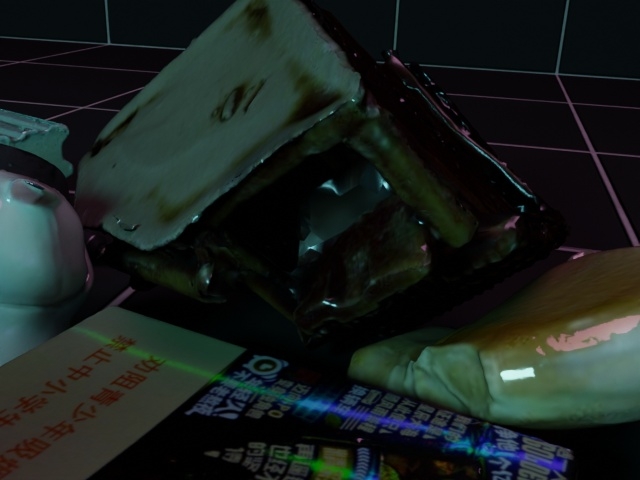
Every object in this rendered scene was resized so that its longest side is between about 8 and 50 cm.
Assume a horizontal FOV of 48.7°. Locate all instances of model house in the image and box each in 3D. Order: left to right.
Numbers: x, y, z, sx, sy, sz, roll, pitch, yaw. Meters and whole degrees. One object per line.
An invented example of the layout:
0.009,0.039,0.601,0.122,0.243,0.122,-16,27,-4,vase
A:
0.000,0.000,0.530,0.282,0.317,0.297,37,34,-31,model house

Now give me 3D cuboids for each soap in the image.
-0.360,-0.097,0.738,0.198,0.063,0.114,18,28,39,soap

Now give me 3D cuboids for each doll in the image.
-0.208,0.039,0.465,0.110,0.180,0.107,15,11,15,doll

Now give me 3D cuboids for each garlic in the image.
0.158,0.075,0.455,0.228,0.110,0.217,-22,-1,-35,garlic

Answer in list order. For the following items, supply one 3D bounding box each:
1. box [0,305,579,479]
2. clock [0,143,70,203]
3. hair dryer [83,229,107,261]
-0.053,0.137,0.347,0.310,0.084,0.198,13,24,26,box
-0.345,-0.020,0.569,0.281,0.055,0.280,-7,-11,-1,clock
-0.294,-0.025,0.770,0.219,0.071,0.124,22,30,27,hair dryer
